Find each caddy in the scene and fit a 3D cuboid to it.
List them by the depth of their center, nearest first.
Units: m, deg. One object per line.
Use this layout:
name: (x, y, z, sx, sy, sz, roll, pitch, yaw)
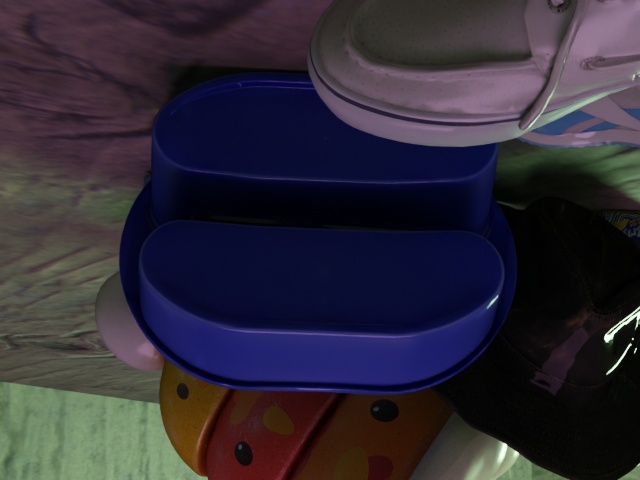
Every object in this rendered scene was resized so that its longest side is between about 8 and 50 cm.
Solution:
caddy: (0.000, 0.000, 0.862, 0.342, 0.241, 0.179, 3, 156, -1)

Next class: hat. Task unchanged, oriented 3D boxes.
hat: (0.231, 0.053, 0.962, 0.331, 0.331, 0.134, 12, 136, -29)

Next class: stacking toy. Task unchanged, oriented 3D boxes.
stacking toy: (-0.054, 0.179, 1.092, 0.480, 0.350, 0.350, 29, 170, 18)

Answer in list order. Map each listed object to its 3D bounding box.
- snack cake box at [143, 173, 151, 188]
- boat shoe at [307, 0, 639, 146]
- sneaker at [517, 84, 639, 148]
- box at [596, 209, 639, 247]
snack cake box: (-0.040, -0.008, 1.090, 0.152, 0.089, 0.264, -14, 156, 39)
boat shoe: (0.160, -0.143, 0.547, 0.367, 0.135, 0.156, -5, 162, 13)
sneaker: (0.199, -0.114, 0.697, 0.229, 0.087, 0.092, 13, 143, 40)
box: (0.329, 0.017, 1.174, 0.059, 0.054, 0.169, 1, 162, 5)
